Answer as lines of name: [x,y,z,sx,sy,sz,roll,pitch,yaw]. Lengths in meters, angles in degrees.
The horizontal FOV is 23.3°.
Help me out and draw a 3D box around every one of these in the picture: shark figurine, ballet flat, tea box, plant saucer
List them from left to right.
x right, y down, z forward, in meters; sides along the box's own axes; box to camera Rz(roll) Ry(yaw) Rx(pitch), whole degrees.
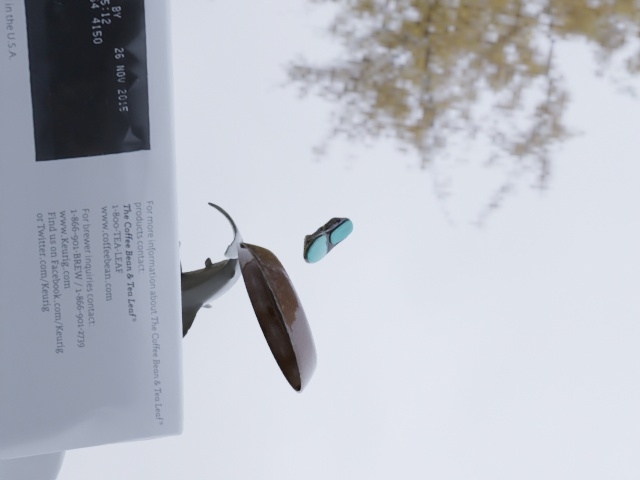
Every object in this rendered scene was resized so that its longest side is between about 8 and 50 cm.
tea box: [-0.229,-0.073,1.020,0.323,0.220,0.329,-130,-143,-63]
shark figurine: [-0.165,0.068,2.040,0.278,0.166,0.116,-23,-137,40]
plant saucer: [-0.042,0.075,1.606,0.168,0.029,0.168,157,-90,-79]
ballet flat: [0.000,0.000,2.146,0.041,0.114,0.041,19,-55,29]

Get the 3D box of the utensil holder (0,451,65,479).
utensil holder: [-0.540,0.200,2.012,0.385,0.327,0.328,29,-69,50]
